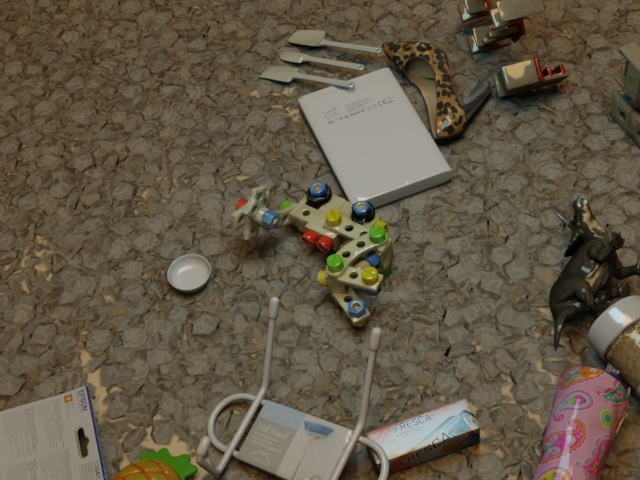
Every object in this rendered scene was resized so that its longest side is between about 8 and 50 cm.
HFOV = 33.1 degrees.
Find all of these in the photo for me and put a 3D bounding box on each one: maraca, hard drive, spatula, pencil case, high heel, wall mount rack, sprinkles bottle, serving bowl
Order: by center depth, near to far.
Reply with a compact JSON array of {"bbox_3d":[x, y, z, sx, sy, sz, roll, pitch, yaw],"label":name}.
[{"bbox_3d":[0.404,0.335,1.695,0.124,0.124,0.284,15,56,18],"label":"pencil case"},{"bbox_3d":[0.585,0.250,1.730,0.121,0.121,0.355,-27,55,-12],"label":"sprinkles bottle"},{"bbox_3d":[-0.277,0.402,1.755,0.127,0.099,0.185,15,31,15],"label":"maraca"},{"bbox_3d":[-0.038,0.272,1.755,0.350,0.130,0.304,15,65,30],"label":"wall mount rack"},{"bbox_3d":[-0.247,0.067,2.038,0.083,0.027,0.083,-4,53,6],"label":"serving bowl"},{"bbox_3d":[0.106,-0.208,2.187,0.210,0.040,0.318,-20,53,-7],"label":"hard drive"},{"bbox_3d":[0.203,-0.313,2.215,0.261,0.093,0.186,31,56,16],"label":"high heel"},{"bbox_3d":[0.004,-0.393,2.325,0.242,0.019,0.168,14,52,34],"label":"spatula"}]

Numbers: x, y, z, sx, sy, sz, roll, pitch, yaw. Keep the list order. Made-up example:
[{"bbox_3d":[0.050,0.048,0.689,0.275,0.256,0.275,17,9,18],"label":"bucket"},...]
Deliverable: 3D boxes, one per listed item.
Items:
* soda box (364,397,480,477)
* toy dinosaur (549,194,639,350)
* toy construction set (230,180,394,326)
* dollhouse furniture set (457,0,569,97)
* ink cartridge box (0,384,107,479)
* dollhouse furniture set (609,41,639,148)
[{"bbox_3d":[0.168,0.326,1.771,0.183,0.058,0.063,-19,53,-5],"label":"soda box"},{"bbox_3d":[0.468,0.073,1.889,0.121,0.160,0.313,31,68,-22],"label":"toy dinosaur"},{"bbox_3d":[0.000,0.000,1.992,0.328,0.151,0.215,32,63,15],"label":"toy construction set"},{"bbox_3d":[0.400,-0.435,2.204,0.135,0.262,0.259,-15,87,-6],"label":"dollhouse furniture set"},{"bbox_3d":[-0.480,0.377,1.829,0.224,0.045,0.223,-16,54,-5],"label":"ink cartridge box"},{"bbox_3d":[0.658,-0.289,2.082,0.129,0.183,0.129,-23,54,-10],"label":"dollhouse furniture set"}]
